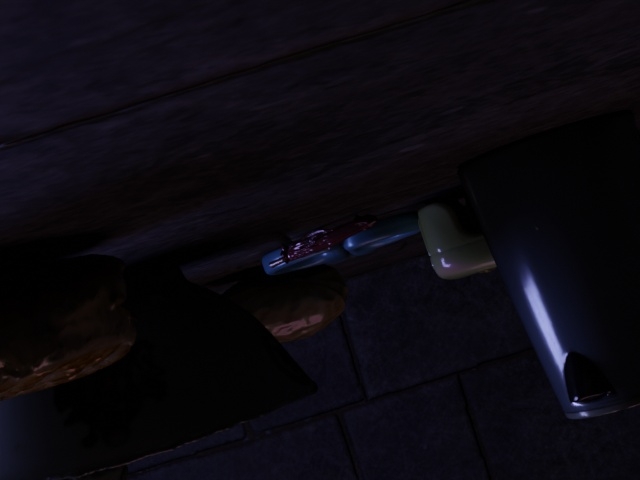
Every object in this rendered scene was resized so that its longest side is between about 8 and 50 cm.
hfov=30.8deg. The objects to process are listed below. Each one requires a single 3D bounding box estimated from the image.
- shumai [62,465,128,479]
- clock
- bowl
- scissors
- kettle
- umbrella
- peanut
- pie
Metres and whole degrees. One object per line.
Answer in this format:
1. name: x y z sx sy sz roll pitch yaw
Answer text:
1. shumai: -0.313 0.185 1.478 0.263 0.304 0.309 -46 -150 -6
2. clock: 0.272 -0.041 1.301 0.308 0.096 0.235 -18 175 13
3. bowl: -0.183 0.115 1.086 0.337 0.157 0.337 -16 177 -1
4. scissors: 0.039 0.011 1.506 0.193 0.029 0.447 -17 176 4
5. kettle: 0.249 0.023 1.041 0.160 0.243 0.210 -20 176 37
6. umbrella: 0.000 0.000 1.221 0.165 0.027 0.025 -23 -142 43
7. peanut: -0.056 0.089 1.626 0.197 0.110 0.233 -16 175 3
8. pie: -0.217 0.064 0.754 0.179 0.084 0.205 -12 176 -41
